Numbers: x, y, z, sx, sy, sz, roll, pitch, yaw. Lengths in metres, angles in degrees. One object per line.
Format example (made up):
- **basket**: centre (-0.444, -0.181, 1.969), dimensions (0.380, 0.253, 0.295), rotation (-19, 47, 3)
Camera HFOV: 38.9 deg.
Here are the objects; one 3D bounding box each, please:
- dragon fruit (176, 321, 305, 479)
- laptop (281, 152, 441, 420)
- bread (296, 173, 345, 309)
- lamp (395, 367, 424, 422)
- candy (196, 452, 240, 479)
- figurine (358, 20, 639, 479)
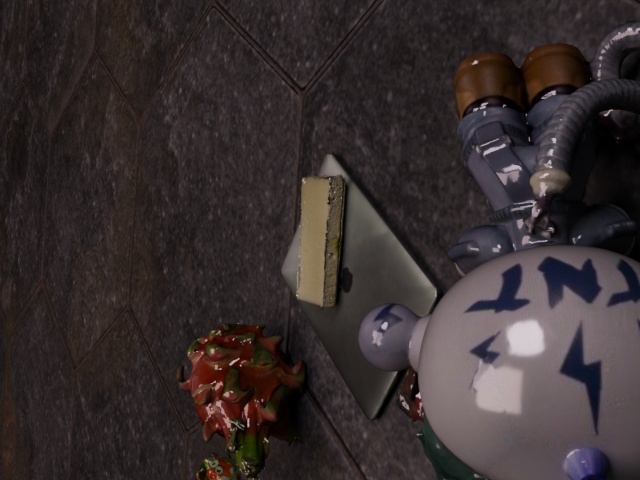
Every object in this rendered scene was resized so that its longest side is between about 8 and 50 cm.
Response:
- **dragon fruit**: centre (-0.086, 0.198, 1.095), dimensions (0.236, 0.137, 0.135), rotation (57, 136, 40)
- **laptop**: centre (0.035, 0.046, 1.027), dimensions (0.269, 0.015, 0.188), rotation (56, 133, 44)
- **bread**: centre (0.000, 0.000, 1.044), dimensions (0.068, 0.028, 0.154), rotation (9, 97, 59)
- **lamp**: centre (0.161, 0.169, 0.729), dimensions (0.253, 0.118, 0.118), rotation (49, 128, 49)
- **candy**: centre (-0.089, 0.325, 1.093), dimensions (0.185, 0.049, 0.055), rotation (58, 170, -30)
- **figurine**: centre (0.157, 0.035, 0.644), dimensions (0.260, 0.186, 0.382), rotation (-14, 49, 19)
